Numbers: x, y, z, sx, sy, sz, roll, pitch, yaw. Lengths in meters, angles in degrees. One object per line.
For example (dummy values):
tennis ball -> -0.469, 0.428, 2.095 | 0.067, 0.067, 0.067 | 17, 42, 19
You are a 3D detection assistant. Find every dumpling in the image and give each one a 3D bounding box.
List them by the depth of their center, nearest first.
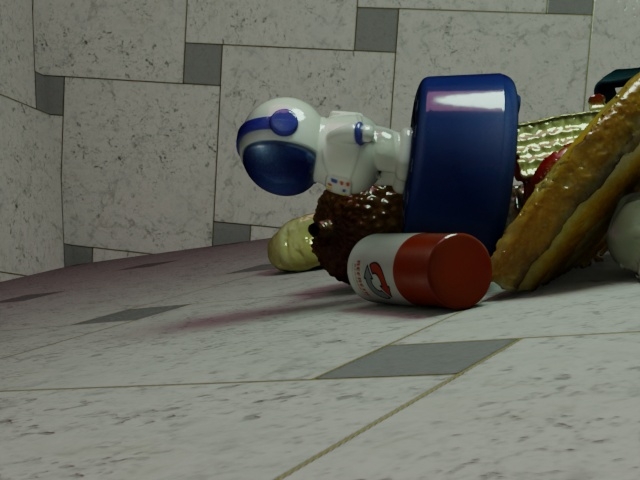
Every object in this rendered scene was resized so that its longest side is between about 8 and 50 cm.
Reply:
dumpling -> 0.414, -0.022, 1.343 | 0.108, 0.127, 0.188 | 1, 13, 23

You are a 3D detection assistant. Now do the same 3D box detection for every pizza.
pizza -> 0.376, -0.069, 1.485 | 0.440, 0.130, 0.406 | -45, -20, -7

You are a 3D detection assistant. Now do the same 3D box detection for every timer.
timer -> 0.072, -0.117, 1.513 | 0.384, 0.270, 0.270 | 6, 4, 2

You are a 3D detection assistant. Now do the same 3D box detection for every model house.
model house -> 0.416, -0.106, 1.756 | 0.196, 0.253, 0.160 | -7, 0, 9

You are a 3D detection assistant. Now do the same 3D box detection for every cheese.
cheese -> 0.000, 0.000, 2.259 | 0.226, 0.117, 0.214 | -13, -3, 6

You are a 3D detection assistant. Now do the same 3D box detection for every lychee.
lychee -> 0.072, -0.020, 1.697 | 0.238, 0.200, 0.200 | 0, -3, -39

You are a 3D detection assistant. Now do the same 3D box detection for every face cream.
face cream -> 0.123, 0.037, 1.375 | 0.096, 0.095, 0.214 | -10, 4, -24

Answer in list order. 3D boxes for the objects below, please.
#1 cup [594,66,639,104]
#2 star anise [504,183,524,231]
cup -> 0.696, -0.192, 2.108 | 0.242, 0.307, 0.292 | -3, 4, -27
star anise -> 0.399, -0.055, 2.133 | 0.332, 0.117, 0.331 | -7, 12, 2
